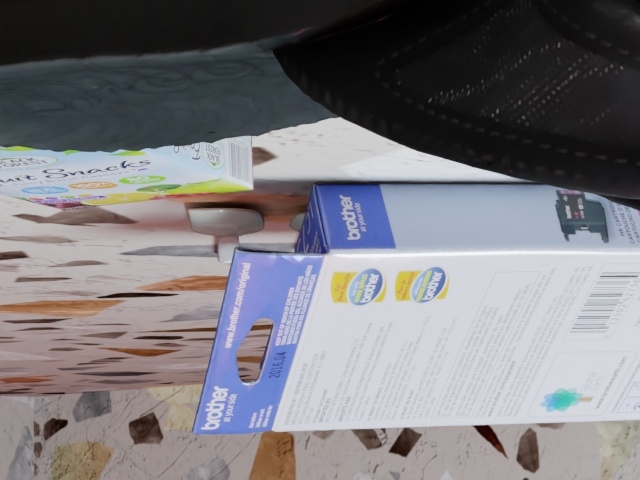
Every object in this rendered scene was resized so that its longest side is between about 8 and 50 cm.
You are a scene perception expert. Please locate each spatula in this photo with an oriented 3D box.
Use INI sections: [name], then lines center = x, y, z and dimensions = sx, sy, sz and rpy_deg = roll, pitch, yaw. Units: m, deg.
[spatula]
center = 0.000, 0.000, 1.102
dimensions = 0.168, 0.019, 0.242
rpy_deg = -3, 172, -2

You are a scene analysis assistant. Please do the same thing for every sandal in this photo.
[sandal]
center = 0.069, -0.047, 0.448
dimensions = 0.446, 0.107, 0.168
rpy_deg = -9, 170, 37

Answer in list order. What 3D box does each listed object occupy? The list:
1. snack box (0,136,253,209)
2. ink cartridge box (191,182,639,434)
[snack box]
center = -0.102, -0.042, 0.695
dimensions = 0.100, 0.037, 0.141
rpy_deg = -6, 171, 21
[ink cartridge box]
center = 0.083, 0.043, 1.005
dimensions = 0.311, 0.065, 0.185
rpy_deg = -2, 141, -16
